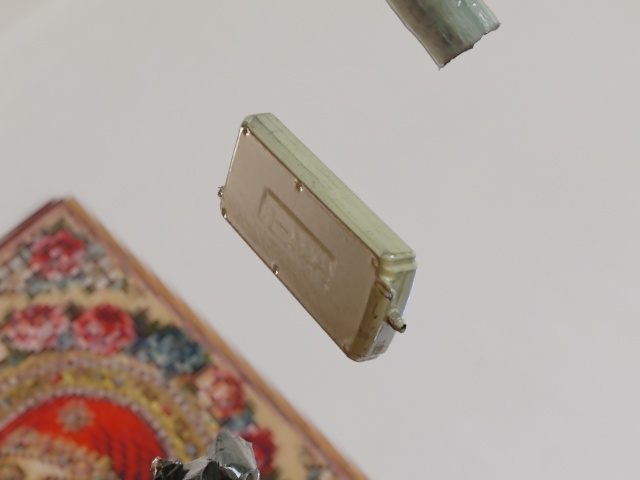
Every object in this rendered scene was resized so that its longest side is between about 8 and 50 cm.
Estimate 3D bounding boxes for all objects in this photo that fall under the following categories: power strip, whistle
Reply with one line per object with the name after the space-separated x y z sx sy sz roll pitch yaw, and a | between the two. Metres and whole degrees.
0.000 0.000 0.990 0.169 0.028 0.076 47 -48 37 | power strip
0.016 -0.262 1.271 0.312 0.062 0.062 52 -19 -4 | whistle

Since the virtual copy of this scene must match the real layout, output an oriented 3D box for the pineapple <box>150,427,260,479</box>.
-0.019 0.221 1.123 0.237 0.111 0.119 47 -16 -10 | pineapple
